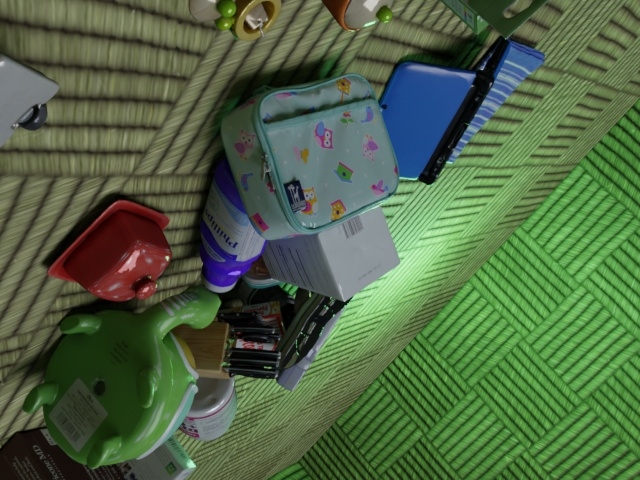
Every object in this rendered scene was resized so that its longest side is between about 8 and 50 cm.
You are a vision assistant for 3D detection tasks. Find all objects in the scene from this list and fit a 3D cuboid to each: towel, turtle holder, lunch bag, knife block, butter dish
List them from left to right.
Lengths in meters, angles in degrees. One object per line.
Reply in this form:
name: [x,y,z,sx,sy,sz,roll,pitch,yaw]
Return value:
butter dish: [-0.284,0.037,1.140,0.160,0.118,0.160,-44,161,6]
turtle holder: [-0.320,0.217,1.323,0.227,0.243,0.320,23,78,-66]
knife block: [-0.217,0.225,1.478,0.276,0.242,0.088,-39,159,-7]
lunch bag: [-0.010,-0.133,1.165,0.108,0.224,0.279,-8,-169,44]
towel: [0.348,-0.301,1.735,0.336,0.040,0.243,-51,158,25]

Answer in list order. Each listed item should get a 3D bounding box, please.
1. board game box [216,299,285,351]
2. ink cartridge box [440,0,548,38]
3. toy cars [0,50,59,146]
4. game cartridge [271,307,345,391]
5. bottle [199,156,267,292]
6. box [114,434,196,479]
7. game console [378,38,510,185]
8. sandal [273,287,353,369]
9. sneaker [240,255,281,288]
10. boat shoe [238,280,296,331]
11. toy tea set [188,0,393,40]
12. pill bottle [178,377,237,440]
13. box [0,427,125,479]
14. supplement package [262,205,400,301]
board game box: [-0.168,0.201,1.615,0.194,0.045,0.146,-10,134,0]
ink cartridge box: [0.230,-0.372,1.104,0.109,0.209,0.062,-41,160,0]
toy cars: [-0.319,-0.183,0.671,0.176,0.087,0.393,-20,155,-35]
game cartridge: [-0.001,0.170,1.801,0.355,0.068,0.230,-58,-179,-4]
bottle: [-0.143,-0.018,1.291,0.092,0.118,0.283,-27,157,-36]
box: [-0.441,0.492,1.637,0.322,0.232,0.058,-45,159,10]
game console: [0.216,-0.265,1.537,0.250,0.173,0.293,-59,177,-42]
sandal: [-0.015,0.122,1.573,0.303,0.086,0.120,-52,149,-2]
sneaker: [-0.046,0.036,1.600,0.302,0.108,0.121,-28,152,-36]
boat shoe: [-0.104,0.172,1.761,0.121,0.119,0.335,-40,160,-5]
toy tea set: [-0.014,-0.306,0.911,0.336,0.124,0.200,-31,158,-27]
pill bottle: [-0.272,0.361,1.783,0.160,0.160,0.283,-35,159,-19]
box: [-0.535,0.484,1.536,0.167,0.168,0.203,-46,161,12]
supplement package: [0.000,0.000,1.383,0.139,0.133,0.244,-32,-157,-27]
